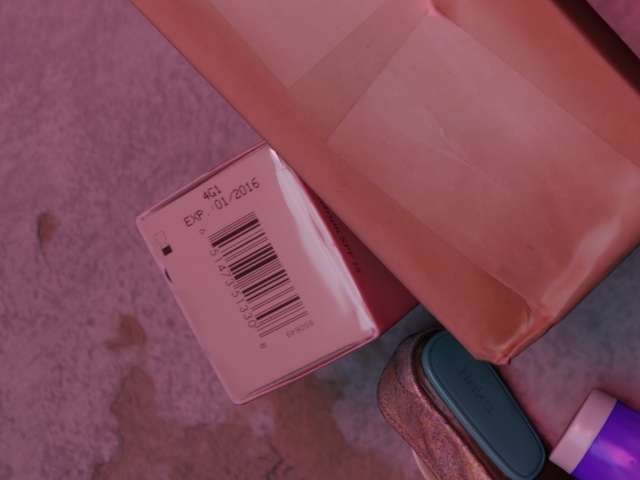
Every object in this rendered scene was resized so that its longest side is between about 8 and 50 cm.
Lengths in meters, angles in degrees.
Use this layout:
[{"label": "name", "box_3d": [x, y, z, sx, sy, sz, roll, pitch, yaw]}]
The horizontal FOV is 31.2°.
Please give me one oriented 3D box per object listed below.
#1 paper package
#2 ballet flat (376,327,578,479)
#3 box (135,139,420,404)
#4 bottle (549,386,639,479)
[{"label": "paper package", "box_3d": [0.062, -0.132, 0.721, 0.325, 0.309, 0.168, 45, 110, -3]}, {"label": "ballet flat", "box_3d": [0.155, 0.211, 0.910, 0.316, 0.107, 0.106, 56, 136, 9]}, {"label": "box", "box_3d": [0.000, 0.000, 0.839, 0.127, 0.232, 0.148, -29, 90, 26]}, {"label": "bottle", "box_3d": [0.305, 0.211, 0.835, 0.283, 0.092, 0.118, 32, 109, 14]}]
